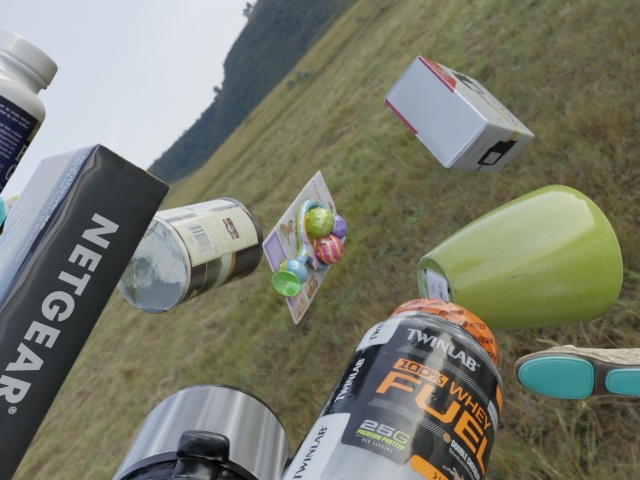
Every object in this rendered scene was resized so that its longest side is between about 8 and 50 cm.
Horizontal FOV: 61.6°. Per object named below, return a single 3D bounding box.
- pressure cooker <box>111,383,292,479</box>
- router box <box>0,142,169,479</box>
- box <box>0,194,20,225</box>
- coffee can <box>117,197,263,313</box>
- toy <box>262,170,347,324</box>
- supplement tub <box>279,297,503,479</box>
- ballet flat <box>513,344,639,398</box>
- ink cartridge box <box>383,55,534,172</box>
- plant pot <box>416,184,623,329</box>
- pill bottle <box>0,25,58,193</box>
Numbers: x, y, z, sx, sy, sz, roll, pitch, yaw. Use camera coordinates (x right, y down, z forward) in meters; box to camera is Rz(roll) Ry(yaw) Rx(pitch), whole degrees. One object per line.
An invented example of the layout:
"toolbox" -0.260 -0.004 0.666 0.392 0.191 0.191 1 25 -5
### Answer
"pressure cooker" -0.250 0.545 1.091 0.376 0.369 0.420 -32 11 7
"router box" -0.304 0.057 0.552 0.243 0.081 0.308 5 66 51
"box" -0.521 -0.025 0.952 0.245 0.100 0.060 -10 -20 -30
"coffee can" -0.281 0.022 1.168 0.201 0.201 0.275 -44 -10 27
"toy" 0.000 0.000 0.812 0.056 0.136 0.237 -6 29 29
"supplement tub" 0.101 0.237 0.658 0.207 0.207 0.338 -41 8 44
"ballet flat" 0.360 0.171 0.713 0.067 0.207 0.072 -62 -26 -70
"ink cartridge box" 0.184 -0.158 0.697 0.175 0.127 0.072 -7 -37 -52
"plant pot" 0.344 0.057 1.016 0.294 0.274 0.275 -14 -2 -16
"pill bottle" -0.316 -0.108 0.492 0.169 0.094 0.094 -65 11 -10
